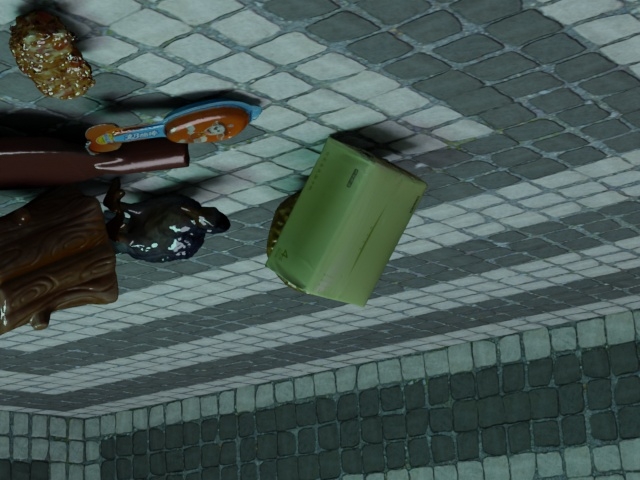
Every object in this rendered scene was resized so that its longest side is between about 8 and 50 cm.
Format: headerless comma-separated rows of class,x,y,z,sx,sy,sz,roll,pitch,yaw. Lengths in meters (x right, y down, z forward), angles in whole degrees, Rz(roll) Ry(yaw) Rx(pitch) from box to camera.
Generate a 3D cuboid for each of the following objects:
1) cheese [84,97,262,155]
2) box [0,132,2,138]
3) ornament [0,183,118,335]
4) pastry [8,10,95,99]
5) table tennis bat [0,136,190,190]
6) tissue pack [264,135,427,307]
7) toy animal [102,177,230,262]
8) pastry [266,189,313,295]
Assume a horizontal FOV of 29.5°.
cheese,-0.207,-0.159,1.718,0.256,0.037,0.106,-11,158,-8
box,-0.502,-0.165,1.714,0.090,0.023,0.133,-3,164,-8
ornament,-0.470,0.044,1.961,0.217,0.221,0.235,-25,174,-41
pastry,-0.327,-0.230,1.473,0.087,0.063,0.169,-12,159,-2
table tennis bat,-0.404,-0.116,1.825,0.414,0.051,0.268,-5,172,-1
tissue pack,0.042,-0.027,1.908,0.125,0.234,0.159,33,-171,38
toy animal,-0.284,-0.025,2.062,0.185,0.122,0.298,7,162,-33
pastry,0.000,0.000,2.067,0.188,0.189,0.103,-4,177,2
